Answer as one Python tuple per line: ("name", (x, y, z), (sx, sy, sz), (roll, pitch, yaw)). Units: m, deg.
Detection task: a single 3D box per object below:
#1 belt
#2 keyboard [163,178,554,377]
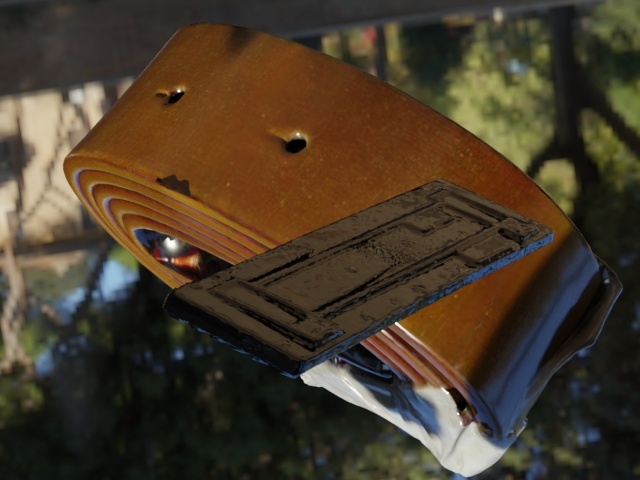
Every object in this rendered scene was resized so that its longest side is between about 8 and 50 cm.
("belt", (0.000, 0.000, 0.955), (0.338, 0.217, 0.122), (25, -111, 41))
("keyboard", (0.023, 0.010, 0.663), (0.061, 0.013, 0.204), (25, -155, 25))
